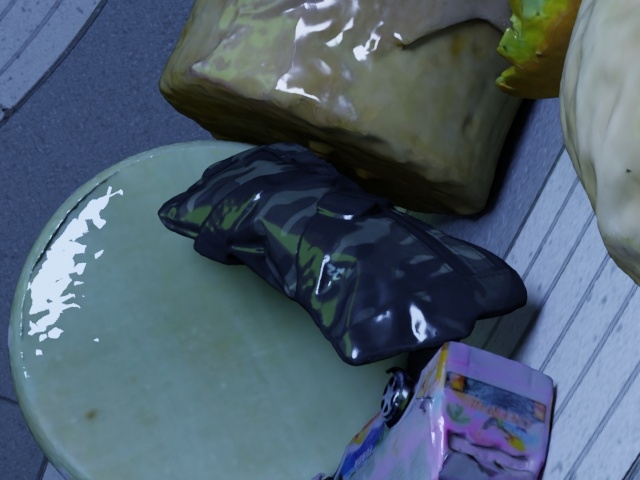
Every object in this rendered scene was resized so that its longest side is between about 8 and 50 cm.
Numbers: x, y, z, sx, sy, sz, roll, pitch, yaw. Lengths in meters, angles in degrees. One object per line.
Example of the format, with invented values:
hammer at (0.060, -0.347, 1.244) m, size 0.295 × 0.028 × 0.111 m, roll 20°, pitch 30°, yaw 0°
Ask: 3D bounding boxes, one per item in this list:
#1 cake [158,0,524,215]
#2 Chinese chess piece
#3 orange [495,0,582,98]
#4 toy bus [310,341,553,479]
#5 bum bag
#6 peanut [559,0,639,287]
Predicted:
cake at (0.049, -0.216, 1.255) m, size 0.332 × 0.332 × 0.321 m, roll 176°, pitch 116°, yaw -79°
Chinese chess piece at (-0.097, 0.086, 1.253) m, size 0.146 × 0.349 × 0.349 m, roll 118°, pitch 173°, yaw -80°
orange at (0.181, -0.261, 0.944) m, size 0.262 × 0.196 × 0.334 m, roll 109°, pitch 155°, yaw -65°
toy bus at (0.059, 0.175, 0.989) m, size 0.274 × 0.090 × 0.112 m, roll 124°, pitch 161°, yaw -52°
bum bag at (0.000, 0.000, 1.060) m, size 0.340 × 0.144 × 0.095 m, roll 34°, pitch 136°, yaw 47°
peanut at (0.200, -0.101, 0.648) m, size 0.387 × 0.170 × 0.192 m, roll -72°, pitch 6°, yaw -46°
